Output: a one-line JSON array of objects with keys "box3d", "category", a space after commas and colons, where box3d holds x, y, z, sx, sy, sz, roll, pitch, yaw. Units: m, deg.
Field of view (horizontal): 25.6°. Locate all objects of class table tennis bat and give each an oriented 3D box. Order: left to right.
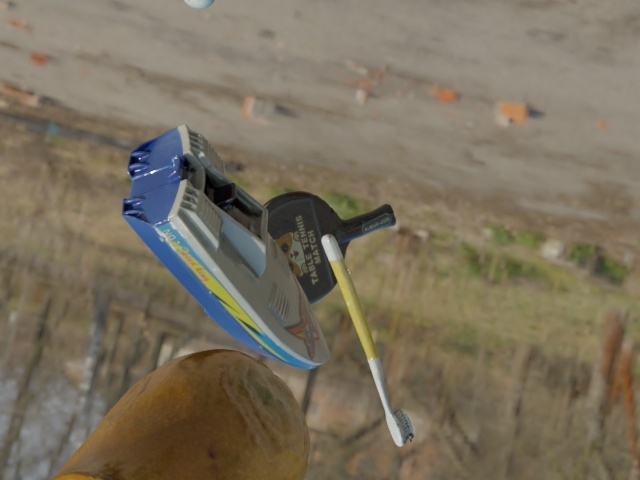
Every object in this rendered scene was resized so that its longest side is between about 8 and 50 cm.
[{"box3d": [0.000, 0.000, 1.843, 0.236, 0.150, 0.027, -20, -168, -31], "category": "table tennis bat"}]

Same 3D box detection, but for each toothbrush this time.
[{"box3d": [0.059, 0.122, 1.721, 0.024, 0.288, 0.021, -32, -161, -36], "category": "toothbrush"}]

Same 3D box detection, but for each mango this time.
[{"box3d": [-0.110, 0.182, 0.952, 0.144, 0.187, 0.359, 25, -156, 14], "category": "mango"}]

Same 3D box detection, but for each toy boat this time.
[{"box3d": [-0.067, 0.027, 1.320, 0.088, 0.129, 0.295, -22, 130, 20], "category": "toy boat"}]

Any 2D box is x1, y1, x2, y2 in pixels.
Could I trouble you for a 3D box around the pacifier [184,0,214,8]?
[{"box3d": [-0.126, -0.318, 1.585, 0.126, 0.117, 0.150, 13, -163, 25], "category": "pacifier"}]
